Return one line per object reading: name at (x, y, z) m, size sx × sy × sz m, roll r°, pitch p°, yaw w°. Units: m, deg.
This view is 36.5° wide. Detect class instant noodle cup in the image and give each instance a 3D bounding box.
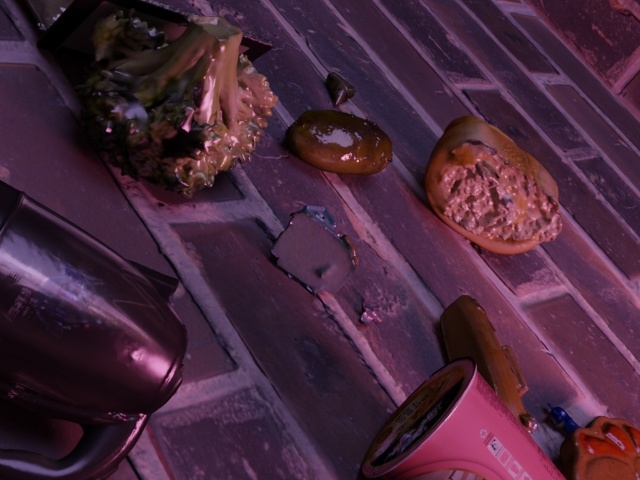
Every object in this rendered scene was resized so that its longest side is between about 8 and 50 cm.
instant noodle cup at (0.226, 0.337, 1.418) m, size 0.255 × 0.244 × 0.244 m, roll 45°, pitch 33°, yaw -5°

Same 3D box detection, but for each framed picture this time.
framed picture at (-0.295, -0.349, 1.726) m, size 0.347 × 0.265 × 0.016 m, roll 12°, pitch 70°, yaw -32°

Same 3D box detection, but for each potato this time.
potato at (0.039, -0.199, 1.967) m, size 0.251 × 0.113 × 0.149 m, roll 14°, pitch 43°, yaw -34°

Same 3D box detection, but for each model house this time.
model house at (0.000, 0.000, 1.698) m, size 0.148 × 0.119 × 0.148 m, roll 34°, pitch 25°, yaw -6°

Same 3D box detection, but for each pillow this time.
pillow at (-0.434, -0.441, 1.850) m, size 0.302 × 0.075 × 0.185 m, roll -6°, pitch 51°, yaw -48°

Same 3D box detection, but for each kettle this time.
kettle at (-0.324, 0.134, 1.158) m, size 0.324 × 0.228 × 0.321 m, roll 31°, pitch 59°, yaw -17°

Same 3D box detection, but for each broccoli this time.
broccoli at (-0.218, -0.237, 1.610) m, size 0.348 × 0.281 × 0.293 m, roll 3°, pitch 44°, yaw -28°

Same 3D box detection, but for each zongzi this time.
zongzi at (0.030, -0.344, 2.214) m, size 0.076 × 0.040 × 0.083 m, roll 39°, pitch 50°, yaw 14°

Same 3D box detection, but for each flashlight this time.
flashlight at (0.458, 0.347, 1.772) m, size 0.121 × 0.035 × 0.057 m, roll 45°, pitch 4°, yaw 2°

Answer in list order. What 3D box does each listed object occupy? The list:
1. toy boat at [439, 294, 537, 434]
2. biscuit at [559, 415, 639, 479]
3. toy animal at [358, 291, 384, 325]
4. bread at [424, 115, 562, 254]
toy boat at (0.298, 0.223, 1.722) m, size 0.121 × 0.089 × 0.321 m, roll 23°, pitch 34°, yaw -31°
biscuit at (0.557, 0.468, 1.667) m, size 0.381 × 0.074 × 0.359 m, roll 3°, pitch 54°, yaw -40°
toy animal at (0.091, 0.125, 1.697) m, size 0.050 × 0.028 × 0.084 m, roll 27°, pitch 35°, yaw -2°
bread at (0.361, -0.117, 2.101) m, size 0.316 × 0.211 × 0.270 m, roll 39°, pitch 24°, yaw -13°
